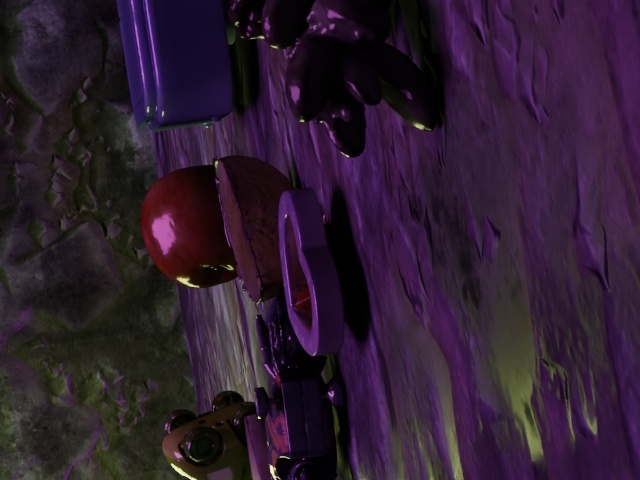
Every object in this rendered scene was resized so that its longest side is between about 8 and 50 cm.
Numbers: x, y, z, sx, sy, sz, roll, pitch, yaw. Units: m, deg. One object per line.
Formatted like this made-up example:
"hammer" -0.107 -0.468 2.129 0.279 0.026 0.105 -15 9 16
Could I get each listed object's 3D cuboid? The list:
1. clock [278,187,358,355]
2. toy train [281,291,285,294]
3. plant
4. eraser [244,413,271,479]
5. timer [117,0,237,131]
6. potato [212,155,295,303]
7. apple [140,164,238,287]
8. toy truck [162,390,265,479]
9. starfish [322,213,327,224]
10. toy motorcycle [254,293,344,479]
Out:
"clock" -0.001 0.045 1.611 0.172 0.064 0.198 99 160 -57
"toy train" -0.053 0.099 2.059 0.083 0.017 0.017 -109 8 -47
"plant" 0.002 -0.191 1.203 0.149 0.146 0.274 99 160 -50
"eraser" -0.074 0.390 2.252 0.204 0.059 0.243 95 163 -62
"timer" -0.221 -0.363 2.188 0.395 0.173 0.395 172 90 -81
"potato" -0.066 0.001 1.837 0.138 0.098 0.243 93 162 -50
"apple" -0.184 -0.021 2.201 0.188 0.188 0.174 103 151 -62
"toy truck" -0.155 0.363 2.396 0.210 0.187 0.148 59 163 -21
"starfish" 0.000 0.000 1.710 0.086 0.016 0.092 110 156 -71
"toy motorcycle" -0.029 0.219 1.790 0.173 0.108 0.307 144 120 -84
